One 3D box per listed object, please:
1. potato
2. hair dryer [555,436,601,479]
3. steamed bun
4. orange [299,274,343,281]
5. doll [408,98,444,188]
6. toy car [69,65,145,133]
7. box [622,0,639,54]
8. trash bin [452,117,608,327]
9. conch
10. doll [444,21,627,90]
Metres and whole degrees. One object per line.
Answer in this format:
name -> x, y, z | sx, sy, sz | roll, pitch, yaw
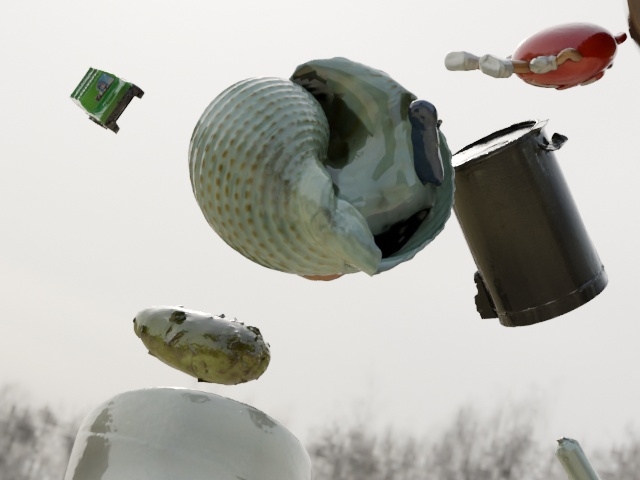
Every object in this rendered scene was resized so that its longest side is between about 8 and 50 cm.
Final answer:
potato -> -0.169, 0.141, 1.952 | 0.225, 0.090, 0.117 | 16, 15, 31
hair dryer -> 0.247, 0.239, 1.290 | 0.082, 0.047, 0.137 | -24, -77, 33
steamed bun -> -0.115, 0.238, 1.322 | 0.242, 0.146, 0.164 | 28, -47, -23
orange -> -0.002, 0.000, 2.221 | 0.136, 0.135, 0.117 | 25, 14, -26
doll -> 0.124, -0.112, 1.639 | 0.037, 0.027, 0.125 | 9, -48, 22
toy car -> -0.281, -0.187, 1.823 | 0.062, 0.071, 0.165 | 35, -2, -19
box -> 0.495, -0.310, 1.669 | 0.301, 0.301, 0.216 | 8, 9, 23
trash bin -> 0.335, -0.030, 2.362 | 0.252, 0.203, 0.301 | -18, -77, 28
conch -> 0.000, -0.065, 1.733 | 0.303, 0.319, 0.215 | -21, -22, -25
doll -> 0.288, -0.233, 1.800 | 0.217, 0.085, 0.183 | -12, 12, -18
